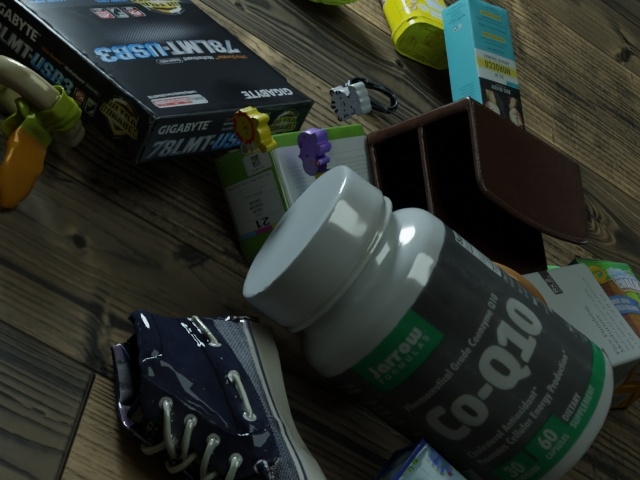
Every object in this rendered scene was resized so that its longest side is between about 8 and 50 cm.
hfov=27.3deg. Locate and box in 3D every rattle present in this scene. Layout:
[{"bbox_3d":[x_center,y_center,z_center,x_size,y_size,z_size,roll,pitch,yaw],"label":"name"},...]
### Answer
[{"bbox_3d":[-0.363,-0.136,1.410,0.200,0.142,0.130,30,-1,8],"label":"rattle"}]

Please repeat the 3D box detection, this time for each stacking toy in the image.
[{"bbox_3d":[0.003,-0.061,1.486,0.167,0.052,0.221,-23,100,-38],"label":"stacking toy"}]

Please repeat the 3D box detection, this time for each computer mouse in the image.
[{"bbox_3d":[0.131,-0.157,1.944,0.242,0.041,0.071,41,49,7],"label":"computer mouse"}]

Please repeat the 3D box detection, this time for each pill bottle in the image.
[{"bbox_3d":[0.110,0.096,1.369,0.361,0.204,0.204,37,33,-14],"label":"pill bottle"}]

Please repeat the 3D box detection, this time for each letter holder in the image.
[{"bbox_3d":[0.212,-0.019,1.662,0.302,0.152,0.214,21,57,-51],"label":"letter holder"}]

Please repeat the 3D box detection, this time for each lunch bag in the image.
[{"bbox_3d":[0.092,0.300,1.325,0.129,0.096,0.151,41,62,-1],"label":"lunch bag"}]

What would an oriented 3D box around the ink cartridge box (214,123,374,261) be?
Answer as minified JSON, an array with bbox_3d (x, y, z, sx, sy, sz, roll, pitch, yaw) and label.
[{"bbox_3d":[0.000,0.000,1.579,0.189,0.097,0.255,-14,86,-52],"label":"ink cartridge box"}]

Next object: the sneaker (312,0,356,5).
[{"bbox_3d":[-0.045,-0.476,2.040,0.295,0.123,0.109,40,33,-4],"label":"sneaker"}]

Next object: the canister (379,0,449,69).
[{"bbox_3d":[0.160,-0.374,2.182,0.126,0.073,0.170,18,39,-33],"label":"canister"}]

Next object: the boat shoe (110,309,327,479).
[{"bbox_3d":[-0.101,0.204,1.226,0.158,0.127,0.340,10,36,-30],"label":"boat shoe"}]

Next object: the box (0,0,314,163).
[{"bbox_3d":[-0.203,-0.211,1.566,0.293,0.073,0.295,39,30,25],"label":"box"}]

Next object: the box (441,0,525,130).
[{"bbox_3d":[0.259,-0.256,2.084,0.100,0.060,0.244,10,66,-39],"label":"box"}]

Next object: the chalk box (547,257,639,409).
[{"bbox_3d":[0.370,0.109,1.791,0.132,0.132,0.213,3,49,-44],"label":"chalk box"}]

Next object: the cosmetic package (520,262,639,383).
[{"bbox_3d":[0.278,0.137,1.644,0.184,0.151,0.151,-8,57,-50],"label":"cosmetic package"}]

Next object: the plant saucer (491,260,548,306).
[{"bbox_3d":[0.167,0.112,1.515,0.200,0.200,0.037,34,32,-12],"label":"plant saucer"}]
